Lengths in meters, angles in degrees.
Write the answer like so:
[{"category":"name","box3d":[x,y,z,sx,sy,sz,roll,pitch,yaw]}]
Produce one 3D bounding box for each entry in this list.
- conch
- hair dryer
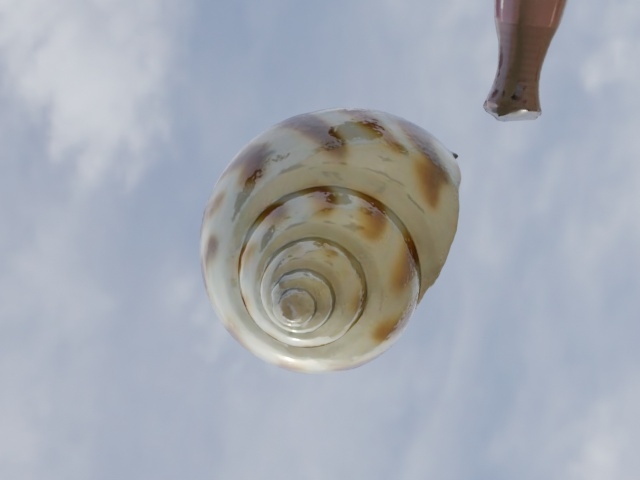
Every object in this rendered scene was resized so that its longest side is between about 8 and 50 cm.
[{"category":"conch","box3d":[0.000,0.000,1.218,0.149,0.275,0.183,30,-69,-26]},{"category":"hair dryer","box3d":[0.070,-0.110,0.534,0.106,0.054,0.154,34,-119,-79]}]
